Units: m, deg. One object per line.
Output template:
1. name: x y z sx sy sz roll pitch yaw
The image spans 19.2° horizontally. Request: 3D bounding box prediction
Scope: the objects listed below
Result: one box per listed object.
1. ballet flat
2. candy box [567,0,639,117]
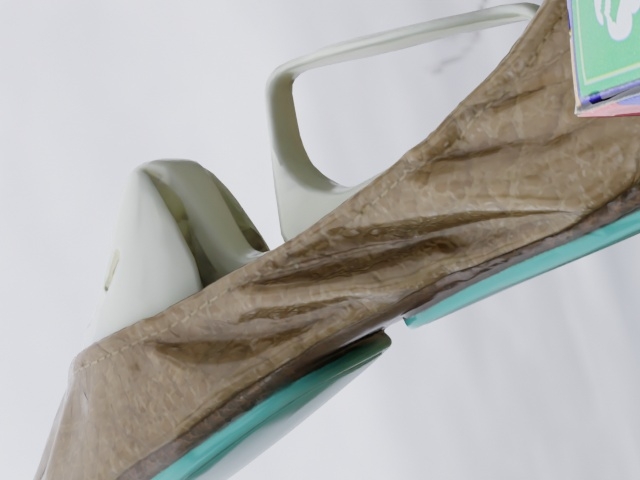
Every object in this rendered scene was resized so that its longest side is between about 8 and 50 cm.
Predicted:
1. ballet flat: 0.000 0.000 0.702 0.124 0.342 0.116 60 -155 7
2. candy box: 0.192 -0.194 0.460 0.122 0.268 0.317 160 107 -71
